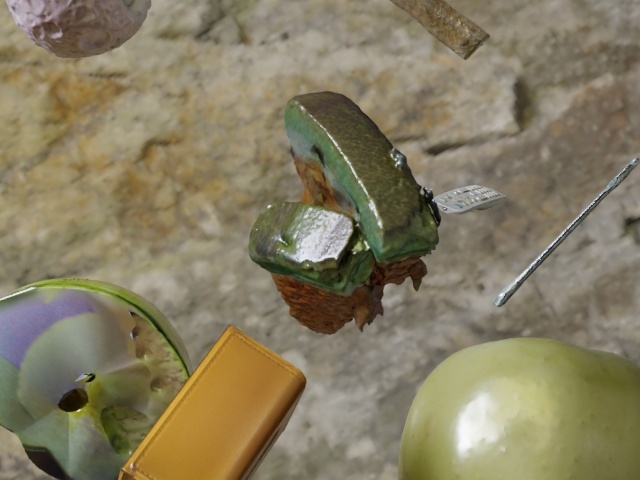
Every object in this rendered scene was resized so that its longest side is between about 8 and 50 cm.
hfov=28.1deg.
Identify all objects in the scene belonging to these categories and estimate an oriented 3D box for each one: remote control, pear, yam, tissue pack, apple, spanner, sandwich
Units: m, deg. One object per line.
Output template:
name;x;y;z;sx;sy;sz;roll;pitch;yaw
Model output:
remote control;0.290;-0.074;2.474;0.073;0.044;0.229;26;-157;25
pear;-0.369;0.204;2.102;0.399;0.399;0.165;56;-157;-20
yam;0.168;-0.434;2.288;0.300;0.066;0.066;39;-164;3
tissue pack;-0.157;0.293;1.786;0.145;0.194;0.274;33;-126;5
apple;0.332;0.372;1.966;0.473;0.474;0.473;54;-163;-25
spanner;0.360;-0.011;1.880;0.017;0.302;0.071;44;-158;7
sandwich;0.000;0.000;1.414;0.301;0.162;0.250;97;150;-52

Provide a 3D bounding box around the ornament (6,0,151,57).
ornament;-0.421;-0.440;2.194;0.259;0.225;0.259;-4;-90;-71
